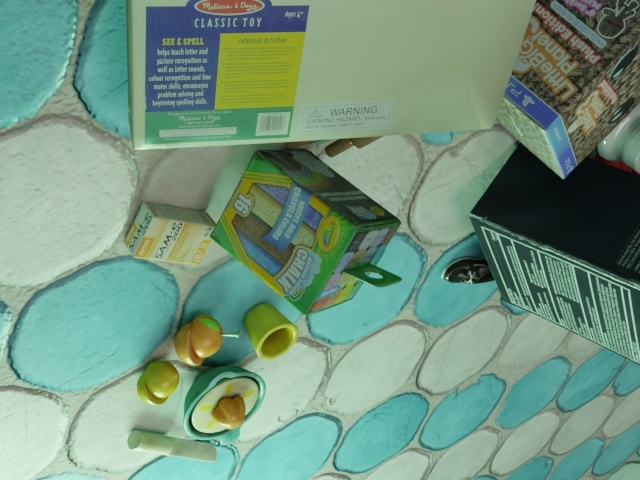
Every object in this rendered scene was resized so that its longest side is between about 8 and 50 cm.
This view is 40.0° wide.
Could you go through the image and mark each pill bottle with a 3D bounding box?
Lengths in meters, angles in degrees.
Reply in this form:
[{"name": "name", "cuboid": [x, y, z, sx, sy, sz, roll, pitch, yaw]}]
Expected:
[{"name": "pill bottle", "cuboid": [0.439, -0.182, 1.323, 0.108, 0.180, 0.108, -23, 138, -23]}]

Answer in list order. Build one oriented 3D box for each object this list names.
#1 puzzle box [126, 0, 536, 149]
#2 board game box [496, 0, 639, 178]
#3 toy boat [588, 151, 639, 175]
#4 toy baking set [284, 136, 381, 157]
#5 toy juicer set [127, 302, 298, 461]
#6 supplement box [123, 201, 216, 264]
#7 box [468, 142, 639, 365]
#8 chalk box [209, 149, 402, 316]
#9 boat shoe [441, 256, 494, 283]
[{"name": "puzzle box", "cuboid": [0.015, -0.219, 0.863, 0.409, 0.052, 0.272, -5, 137, -17]}, {"name": "board game box", "cuboid": [0.366, -0.258, 1.175, 0.291, 0.141, 0.232, -46, 157, 8]}, {"name": "toy boat", "cuboid": [0.572, -0.124, 1.513, 0.151, 0.151, 0.231, -45, 141, 5]}, {"name": "toy baking set", "cuboid": [0.051, -0.174, 1.019, 0.256, 0.030, 0.197, -24, 153, 19]}, {"name": "toy juicer set", "cuboid": [-0.173, 0.241, 1.279, 0.209, 0.089, 0.329, 1, 126, -41]}, {"name": "supplement box", "cuboid": [-0.183, -0.007, 1.078, 0.098, 0.036, 0.062, 8, 120, -44]}, {"name": "box", "cuboid": [0.429, 0.020, 1.394, 0.182, 0.294, 0.296, -54, 145, -15]}, {"name": "chalk box", "cuboid": [0.000, 0.000, 1.076, 0.132, 0.213, 0.132, -58, 158, 20]}, {"name": "boat shoe", "cuboid": [0.262, 0.056, 1.513, 0.125, 0.038, 0.046, -3, 127, -39]}]
